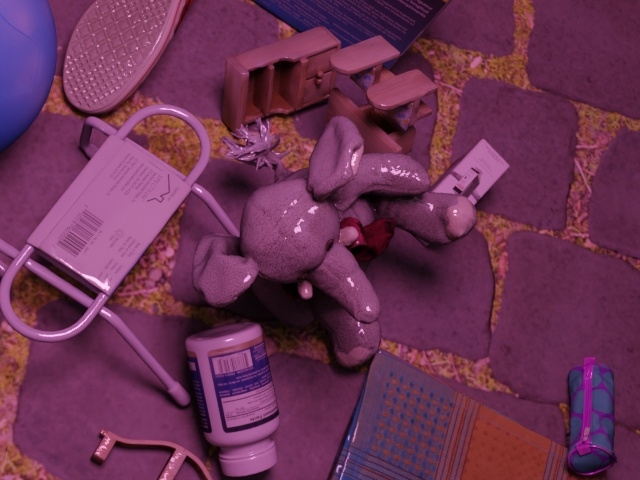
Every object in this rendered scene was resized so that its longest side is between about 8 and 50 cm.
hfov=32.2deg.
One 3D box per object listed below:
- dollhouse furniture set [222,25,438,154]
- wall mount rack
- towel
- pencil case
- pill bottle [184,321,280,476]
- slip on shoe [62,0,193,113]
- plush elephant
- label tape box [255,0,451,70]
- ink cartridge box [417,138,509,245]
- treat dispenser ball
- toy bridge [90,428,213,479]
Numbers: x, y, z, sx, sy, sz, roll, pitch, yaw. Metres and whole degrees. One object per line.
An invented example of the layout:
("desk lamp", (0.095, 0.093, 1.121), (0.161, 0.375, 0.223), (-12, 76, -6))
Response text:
("dollhouse furniture set", (0.005, -0.155, 1.446), (0.161, 0.212, 0.242), (-25, 55, -28))
("wall mount rack", (-0.219, 0.019, 1.344), (0.304, 0.130, 0.350), (35, 63, -2))
("towel", (0.184, 0.337, 1.426), (0.370, 0.040, 0.271), (28, 64, -11))
("pencil case", (0.365, 0.237, 1.494), (0.065, 0.070, 0.151), (-8, 43, 20))
("pill bottle", (-0.100, 0.189, 1.323), (0.094, 0.094, 0.169), (-13, 96, -25))
("slip on shoe", (-0.228, -0.304, 1.467), (0.123, 0.101, 0.331), (22, 75, 12))
("plush elephant", (0.000, 0.000, 1.290), (0.330, 0.255, 0.272), (41, 107, -7))
("label tape box", (0.059, -0.384, 1.464), (0.249, 0.348, 0.115), (33, 63, -7))
("ink cartridge box", (0.185, -0.065, 1.537), (0.056, 0.099, 0.135), (45, 63, -2))
("treat dispenser ball", (-0.444, -0.220, 1.248), (0.288, 0.288, 0.288), (7, 69, -19))
("toy bridge", (-0.180, 0.274, 1.315), (0.188, 0.026, 0.063), (33, 60, -7))
